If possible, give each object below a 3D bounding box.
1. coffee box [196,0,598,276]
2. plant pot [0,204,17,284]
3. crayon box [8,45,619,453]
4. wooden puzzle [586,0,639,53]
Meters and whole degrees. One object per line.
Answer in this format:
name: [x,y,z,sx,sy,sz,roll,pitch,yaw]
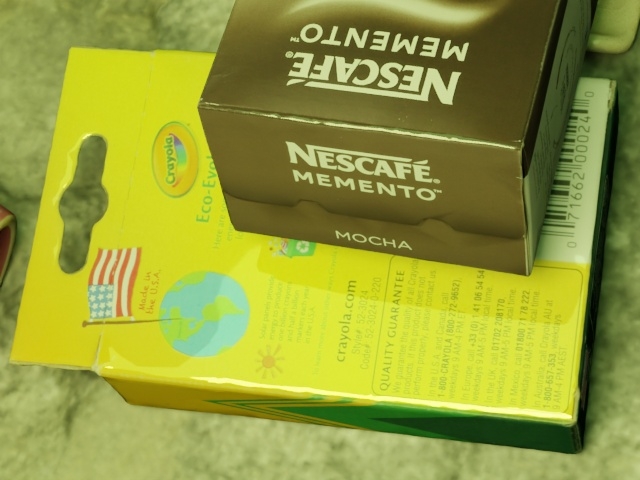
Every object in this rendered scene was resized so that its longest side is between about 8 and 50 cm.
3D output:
coffee box: [0.061,-0.143,1.045,0.168,0.119,0.297,9,59,13]
plant pot: [-0.281,0.008,1.107,0.180,0.201,0.201,24,77,0]
crayon box: [0.000,0.000,1.106,0.319,0.081,0.202,6,73,12]
wooden puzzle: [0.102,-0.238,1.187,0.221,0.044,0.238,10,74,14]
